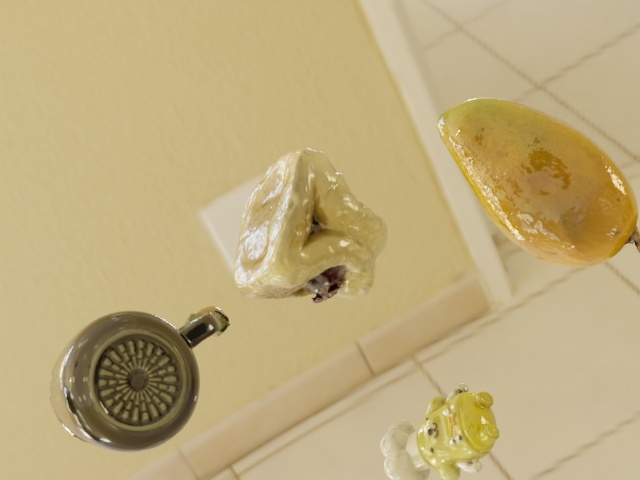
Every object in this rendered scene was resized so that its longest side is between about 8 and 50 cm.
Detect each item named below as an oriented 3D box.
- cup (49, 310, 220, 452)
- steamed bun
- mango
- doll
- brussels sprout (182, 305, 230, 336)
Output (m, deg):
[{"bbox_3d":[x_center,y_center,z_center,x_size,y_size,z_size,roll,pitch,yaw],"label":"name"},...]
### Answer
[{"bbox_3d":[-0.225,0.164,1.726,0.223,0.169,0.176,-34,3,-26],"label":"cup"},{"bbox_3d":[0.000,0.000,1.587,0.141,0.155,0.172,-24,48,60],"label":"steamed bun"},{"bbox_3d":[0.170,-0.046,1.088,0.101,0.187,0.066,-52,-10,21],"label":"mango"},{"bbox_3d":[0.132,0.226,1.579,0.162,0.062,0.106,-34,48,36],"label":"doll"},{"bbox_3d":[-0.171,0.125,2.077,0.046,0.051,0.083,10,20,33],"label":"brussels sprout"}]
